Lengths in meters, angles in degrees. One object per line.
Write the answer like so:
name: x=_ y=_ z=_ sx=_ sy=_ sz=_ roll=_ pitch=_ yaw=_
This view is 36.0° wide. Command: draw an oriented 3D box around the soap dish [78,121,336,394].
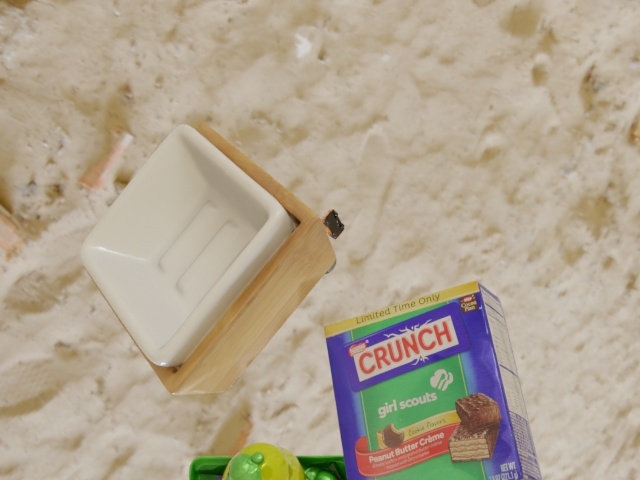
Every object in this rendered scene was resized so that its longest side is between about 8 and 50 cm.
soap dish: x=-0.128 y=0.015 z=1.088 sx=0.229 sy=0.291 sz=0.118 roll=-51 pitch=130 yaw=1

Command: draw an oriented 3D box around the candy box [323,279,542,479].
candy box: x=0.167 y=0.251 z=1.505 sx=0.268 sy=0.317 sz=0.122 roll=-20 pitch=150 yaw=20

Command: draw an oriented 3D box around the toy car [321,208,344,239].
toy car: x=0.000 y=0.000 z=1.874 sx=0.060 sy=0.041 sz=0.122 roll=39 pitch=73 yaw=-43

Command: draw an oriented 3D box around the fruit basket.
fruit basket: x=-0.099 y=0.547 z=2.019 sx=0.392 sy=0.392 sz=0.282 roll=5 pitch=81 yaw=-43
